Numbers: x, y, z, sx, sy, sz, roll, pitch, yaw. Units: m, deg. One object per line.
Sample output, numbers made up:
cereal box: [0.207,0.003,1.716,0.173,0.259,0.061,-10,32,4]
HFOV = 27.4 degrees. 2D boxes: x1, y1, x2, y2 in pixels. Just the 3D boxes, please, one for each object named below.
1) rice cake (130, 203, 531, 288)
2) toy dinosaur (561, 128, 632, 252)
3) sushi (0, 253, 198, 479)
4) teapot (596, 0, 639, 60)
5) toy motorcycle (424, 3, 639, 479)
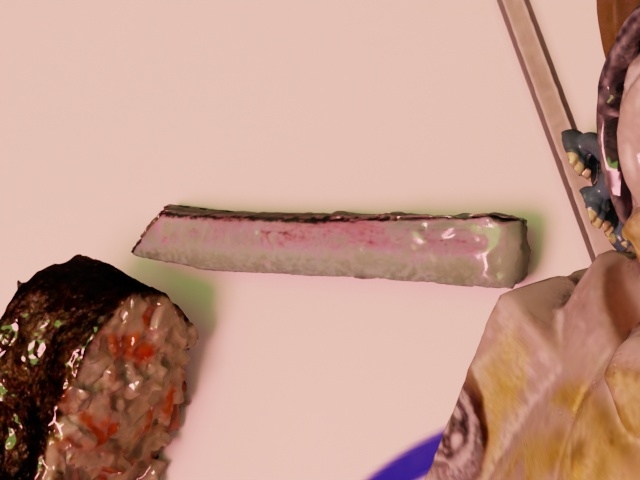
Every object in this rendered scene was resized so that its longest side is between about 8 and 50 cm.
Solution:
rice cake: [-0.001,0.001,0.608,0.207,0.033,0.033,3,91,31]
toy dinosaur: [0.130,-0.029,0.540,0.047,0.030,0.083,-22,70,23]
sushi: [-0.118,0.085,0.626,0.078,0.090,0.150,25,94,35]
teapot: [0.206,-0.078,0.437,0.175,0.186,0.267,-28,31,-13]
toy motorcycle: [0.125,0.104,0.402,0.223,0.107,0.341,50,141,37]
